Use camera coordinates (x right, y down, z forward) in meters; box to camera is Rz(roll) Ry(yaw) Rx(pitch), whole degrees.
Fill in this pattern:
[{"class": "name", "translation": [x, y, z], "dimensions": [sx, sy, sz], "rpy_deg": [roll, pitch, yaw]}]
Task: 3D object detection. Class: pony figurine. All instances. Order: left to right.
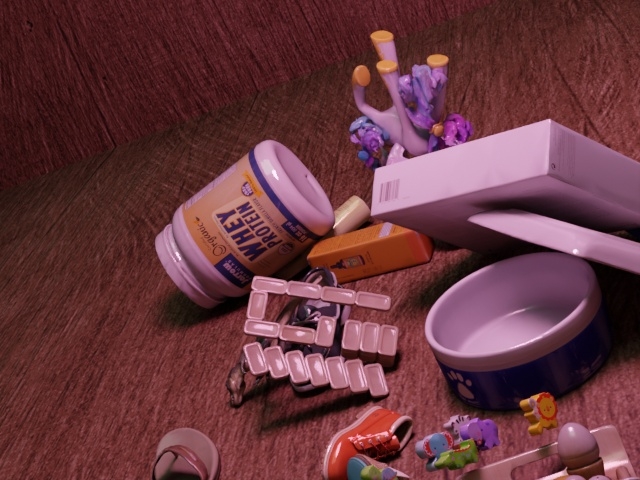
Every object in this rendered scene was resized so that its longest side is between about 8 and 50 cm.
[{"class": "pony figurine", "translation": [0.200, -0.209, 2.272], "dimensions": [0.303, 0.363, 0.351], "rpy_deg": [-27, 37, -24]}]

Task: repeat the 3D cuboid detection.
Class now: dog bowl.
[{"class": "dog bowl", "translation": [0.295, 0.131, 1.653], "dimensions": [0.265, 0.104, 0.265], "rpy_deg": [-22, 22, 9]}]

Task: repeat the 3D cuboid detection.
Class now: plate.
[{"class": "plate", "translation": [0.404, 0.006, 1.666], "dimensions": [0.278, 0.045, 0.277], "rpy_deg": [13, 5, -28]}]

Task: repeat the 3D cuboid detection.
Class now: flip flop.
[{"class": "flip flop", "translation": [-0.220, 0.366, 1.704], "dimensions": [0.112, 0.080, 0.277], "rpy_deg": [-22, 23, 8]}]

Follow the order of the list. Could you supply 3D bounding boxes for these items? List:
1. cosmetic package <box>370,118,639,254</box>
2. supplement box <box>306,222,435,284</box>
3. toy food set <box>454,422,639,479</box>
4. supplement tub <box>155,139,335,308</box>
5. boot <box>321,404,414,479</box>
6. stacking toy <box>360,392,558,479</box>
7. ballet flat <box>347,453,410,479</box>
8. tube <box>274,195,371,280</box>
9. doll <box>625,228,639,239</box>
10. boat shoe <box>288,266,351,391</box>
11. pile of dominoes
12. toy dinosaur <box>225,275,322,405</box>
[{"class": "cosmetic package", "translation": [0.312, -0.073, 1.804], "dimensions": [0.377, 0.284, 0.097], "rpy_deg": [-12, 64, 49]}, {"class": "supplement box", "translation": [0.096, 0.020, 2.138], "dimensions": [0.233, 0.078, 0.080], "rpy_deg": [-15, 24, 21]}, {"class": "toy food set", "translation": [0.249, 0.282, 1.267], "dimensions": [0.220, 0.092, 0.306], "rpy_deg": [-21, -5, 10]}, {"class": "supplement tub", "translation": [-0.155, -0.028, 2.250], "dimensions": [0.316, 0.228, 0.228], "rpy_deg": [-37, 20, 15]}, {"class": "boot", "translation": [0.067, 0.296, 1.594], "dimensions": [0.085, 0.059, 0.158], "rpy_deg": [5, 36, 43]}, {"class": "stacking toy", "translation": [0.175, 0.255, 1.416], "dimensions": [0.221, 0.052, 0.167], "rpy_deg": [-13, -11, -40]}, {"class": "ballet flat", "translation": [0.098, 0.343, 1.468], "dimensions": [0.067, 0.073, 0.206], "rpy_deg": [-3, 19, -19]}, {"class": "tube", "translation": [0.000, 0.000, 2.311], "dimensions": [0.240, 0.062, 0.070], "rpy_deg": [-39, -18, -14]}, {"class": "doll", "translation": [0.547, -0.013, 1.783], "dimensions": [0.129, 0.046, 0.189], "rpy_deg": [-23, 27, -20]}, {"class": "boat shoe", "translation": [-0.014, 0.150, 1.946], "dimensions": [0.114, 0.091, 0.302], "rpy_deg": [-20, 23, 12]}, {"class": "pile of dominoes", "translation": [-0.002, 0.163, 1.809], "dimensions": [0.251, 0.040, 0.196], "rpy_deg": [9, 52, 2]}, {"class": "toy dinosaur", "translation": [-0.075, 0.176, 1.861], "dimensions": [0.268, 0.064, 0.118], "rpy_deg": [-50, 25, 4]}]
